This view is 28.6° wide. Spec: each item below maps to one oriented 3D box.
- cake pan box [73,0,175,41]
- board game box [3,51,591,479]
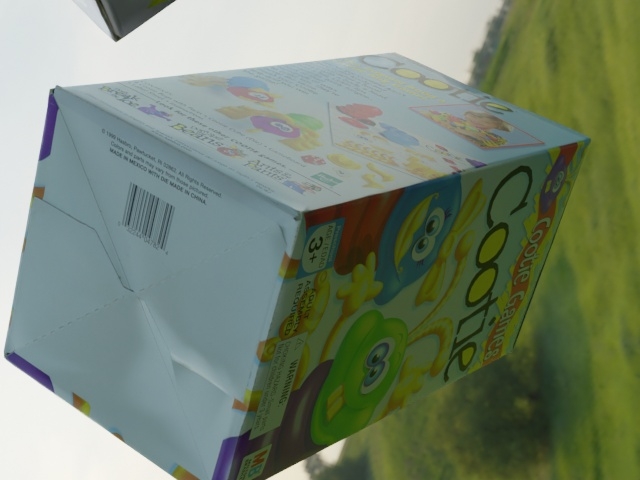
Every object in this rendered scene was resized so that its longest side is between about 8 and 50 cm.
[{"bbox_3d":[-0.073,-0.239,0.540,0.246,0.267,0.070,-39,-29,-16],"label":"cake pan box"},{"bbox_3d":[0.000,0.000,0.640,0.275,0.144,0.142,-16,-52,-52],"label":"board game box"}]
